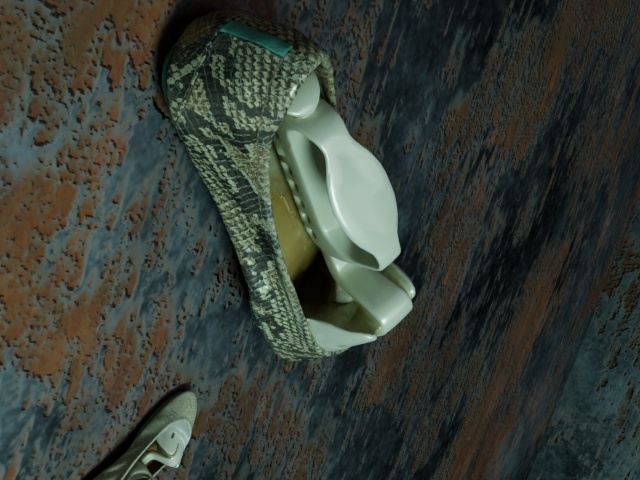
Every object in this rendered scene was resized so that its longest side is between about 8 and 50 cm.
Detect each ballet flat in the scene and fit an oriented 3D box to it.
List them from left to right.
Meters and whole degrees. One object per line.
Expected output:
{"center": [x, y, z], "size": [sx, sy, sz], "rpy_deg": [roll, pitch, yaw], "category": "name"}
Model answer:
{"center": [-0.167, 0.220, 0.810], "size": [0.168, 0.052, 0.057], "rpy_deg": [-46, 143, -31], "category": "ballet flat"}
{"center": [0.000, 0.000, 0.799], "size": [0.164, 0.182, 0.483], "rpy_deg": [-51, 146, -26], "category": "ballet flat"}
